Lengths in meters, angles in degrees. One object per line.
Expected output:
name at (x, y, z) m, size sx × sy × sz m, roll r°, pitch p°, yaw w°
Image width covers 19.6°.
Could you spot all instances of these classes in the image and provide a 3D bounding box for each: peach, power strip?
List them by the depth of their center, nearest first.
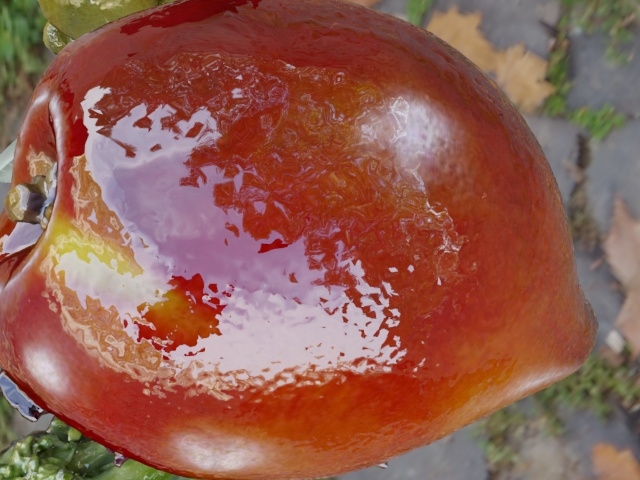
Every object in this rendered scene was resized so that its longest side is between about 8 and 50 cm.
peach at (0.000, 0.000, 0.975) m, size 0.362 × 0.201 × 0.257 m, roll 13°, pitch 71°, yaw -10°
power strip at (-0.198, -0.055, 1.282) m, size 0.040 × 0.090 × 0.016 m, roll 16°, pitch 71°, yaw -22°

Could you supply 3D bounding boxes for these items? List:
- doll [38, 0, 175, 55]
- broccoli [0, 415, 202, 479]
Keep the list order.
doll at (-0.109, -0.206, 1.365) m, size 0.210 × 0.137 × 0.097 m, roll -13°, pitch 45°, yaw -15°
broccoli at (-0.122, 0.223, 1.302) m, size 0.273 × 0.242 × 0.180 m, roll -32°, pitch 44°, yaw 11°
